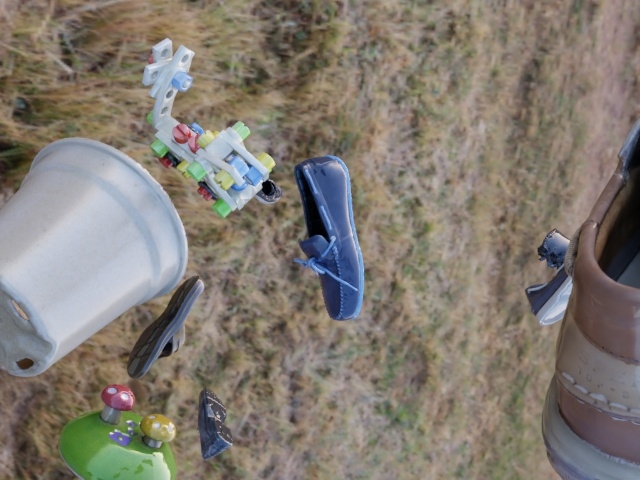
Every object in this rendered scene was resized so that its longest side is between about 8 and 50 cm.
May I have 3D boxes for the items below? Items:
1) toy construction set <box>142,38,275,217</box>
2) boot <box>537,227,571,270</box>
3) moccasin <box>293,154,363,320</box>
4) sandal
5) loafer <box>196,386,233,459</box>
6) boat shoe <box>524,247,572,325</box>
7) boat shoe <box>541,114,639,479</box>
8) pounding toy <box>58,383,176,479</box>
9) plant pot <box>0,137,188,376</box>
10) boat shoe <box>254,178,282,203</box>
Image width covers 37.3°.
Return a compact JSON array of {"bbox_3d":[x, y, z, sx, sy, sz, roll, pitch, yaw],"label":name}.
[{"bbox_3d":[-0.207,-0.173,1.596,0.151,0.327,0.215,-33,157,-7],"label":"toy construction set"},{"bbox_3d":[0.438,0.015,1.641,0.121,0.099,0.045,-43,163,-34],"label":"boot"},{"bbox_3d":[0.000,0.000,1.950,0.117,0.138,0.341,-7,84,-33],"label":"moccasin"},{"bbox_3d":[-0.270,0.164,1.720,0.060,0.090,0.219,40,78,-26],"label":"sandal"},{"bbox_3d":[-0.219,0.352,1.842,0.061,0.170,0.062,-42,119,12],"label":"loafer"},{"bbox_3d":[0.349,0.031,1.302,0.075,0.065,0.206,0,137,-35],"label":"boat shoe"},{"bbox_3d":[0.196,-0.018,0.434,0.324,0.123,0.116,-47,135,-45],"label":"boat shoe"},{"bbox_3d":[-0.273,0.292,1.375,0.183,0.237,0.110,20,105,-26],"label":"pounding toy"},{"bbox_3d":[-0.439,0.047,1.563,0.305,0.334,0.333,-52,139,-46],"label":"plant pot"},{"bbox_3d":[-0.110,-0.103,1.943,0.142,0.040,0.049,19,80,-64],"label":"boat shoe"}]
